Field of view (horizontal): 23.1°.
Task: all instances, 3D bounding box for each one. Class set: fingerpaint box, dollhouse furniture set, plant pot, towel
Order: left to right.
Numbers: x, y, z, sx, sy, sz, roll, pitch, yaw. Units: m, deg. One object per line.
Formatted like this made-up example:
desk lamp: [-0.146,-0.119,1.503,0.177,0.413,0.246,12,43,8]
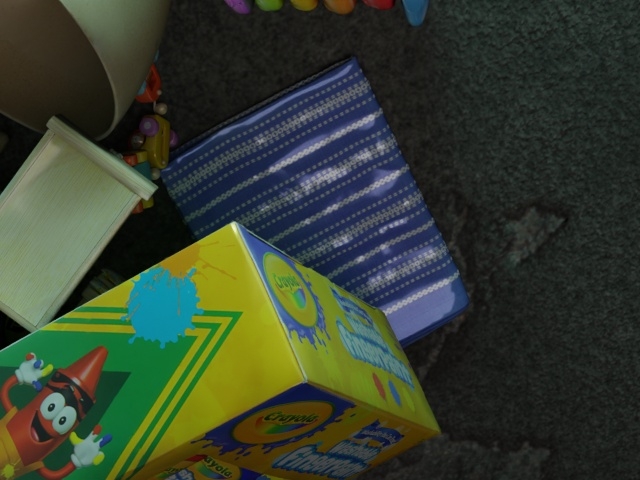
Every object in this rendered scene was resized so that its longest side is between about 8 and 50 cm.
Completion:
plant pot: [-0.240,-0.254,1.393,0.284,0.284,0.191,50,62,-27]
dollhouse furniture set: [-0.231,-0.024,1.438,0.212,0.242,0.161,37,95,-5]
fingerpaint box: [-0.126,0.180,1.477,0.371,0.163,0.445,-29,161,10]
towel: [0.000,0.000,1.673,0.243,0.040,0.336,-28,117,-2]

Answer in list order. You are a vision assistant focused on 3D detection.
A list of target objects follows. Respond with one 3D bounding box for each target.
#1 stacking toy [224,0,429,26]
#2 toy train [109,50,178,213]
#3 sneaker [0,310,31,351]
stacking toy: [-0.052,-0.278,1.491,0.302,0.165,0.175,-11,126,6]
toy train: [-0.189,-0.107,1.537,0.046,0.166,0.125,-1,142,19]
sneaker: [-0.284,0.037,1.589,0.067,0.078,0.188,18,101,-20]
